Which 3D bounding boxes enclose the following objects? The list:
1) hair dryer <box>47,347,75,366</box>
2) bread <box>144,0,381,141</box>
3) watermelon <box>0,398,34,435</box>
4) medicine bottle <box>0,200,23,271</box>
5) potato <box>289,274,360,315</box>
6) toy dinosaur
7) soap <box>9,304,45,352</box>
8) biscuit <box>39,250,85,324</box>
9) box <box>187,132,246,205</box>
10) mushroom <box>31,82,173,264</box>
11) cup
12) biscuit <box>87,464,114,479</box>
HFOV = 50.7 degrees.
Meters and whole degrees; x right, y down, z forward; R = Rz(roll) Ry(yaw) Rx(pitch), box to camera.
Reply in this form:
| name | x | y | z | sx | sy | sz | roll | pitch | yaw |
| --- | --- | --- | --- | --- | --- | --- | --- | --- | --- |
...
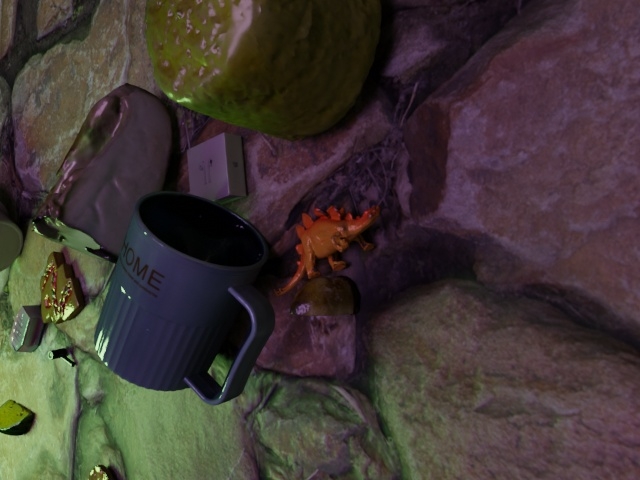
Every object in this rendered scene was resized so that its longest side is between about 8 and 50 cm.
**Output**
| name | x | y | z | sx | sy | sz | roll | pitch | yaw |
| --- | --- | --- | --- | --- | --- | --- | --- | --- | --- |
| hair dryer | -0.704 | 0.326 | 1.855 | 0.083 | 0.047 | 0.026 | 28 | 107 | 26 |
| bread | -0.098 | -0.355 | 1.125 | 0.348 | 0.308 | 0.348 | -4 | 84 | 40 |
| watermelon | -0.944 | 0.545 | 2.045 | 0.181 | 0.075 | 0.092 | 9 | 90 | 45 |
| medicine bottle | -1.094 | -0.045 | 2.106 | 0.302 | 0.241 | 0.241 | 32 | 110 | 30 |
| potato | 0.000 | 0.095 | 1.149 | 0.096 | 0.103 | 0.066 | 1 | 91 | 42 |
| toy dinosaur | 0.000 | 0.000 | 1.177 | 0.288 | 0.070 | 0.117 | -36 | 61 | 41 |
| soap | -0.871 | 0.265 | 2.005 | 0.100 | 0.056 | 0.149 | 40 | 114 | 40 |
| biscuit | -0.728 | 0.148 | 1.886 | 0.239 | 0.041 | 0.212 | 18 | 98 | 44 |
| box | -0.216 | -0.140 | 1.402 | 0.130 | 0.051 | 0.129 | -15 | 78 | 42 |
| mushroom | -0.490 | -0.154 | 1.590 | 0.314 | 0.224 | 0.397 | -8 | 57 | 67 |
| cup | -0.248 | 0.118 | 1.313 | 0.331 | 0.257 | 0.311 | 27 | 114 | -1 |
| biscuit | -0.534 | 0.688 | 1.674 | 0.203 | 0.041 | 0.260 | -22 | 72 | 44 |
